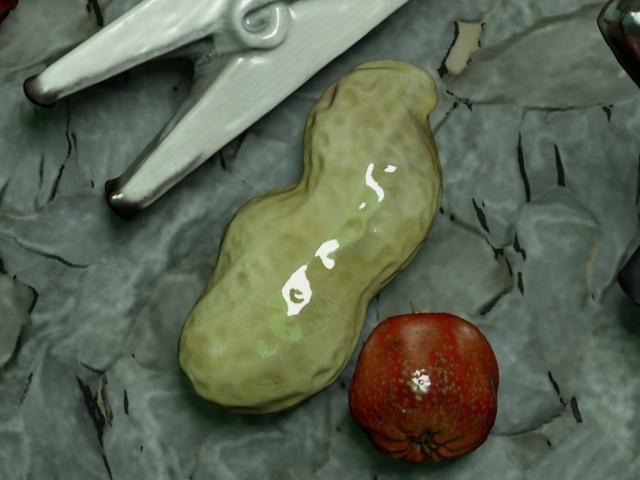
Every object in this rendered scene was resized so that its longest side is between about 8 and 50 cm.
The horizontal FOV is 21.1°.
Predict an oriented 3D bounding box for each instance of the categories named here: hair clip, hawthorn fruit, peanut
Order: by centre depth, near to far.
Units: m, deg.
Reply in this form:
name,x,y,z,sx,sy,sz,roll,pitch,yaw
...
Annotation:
name,x,y,z,sx,sy,sz,roll,pitch,yaw
hawthorn fruit,0.058,0.079,0.968,0.093,0.093,0.093,-1,84,7
peanut,0.000,0.000,0.978,0.104,0.085,0.228,34,88,22
hair clip,-0.014,-0.149,0.994,0.331,0.085,0.101,-38,97,-2

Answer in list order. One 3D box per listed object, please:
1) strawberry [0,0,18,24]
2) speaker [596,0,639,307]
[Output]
name,x,y,z,sx,sy,sz,roll,pitch,yaw
strawberry,-0.304,-0.180,0.942,0.220,0.274,0.274,43,90,18
speaker,0.282,-0.084,0.869,0.198,0.259,0.329,40,90,19
